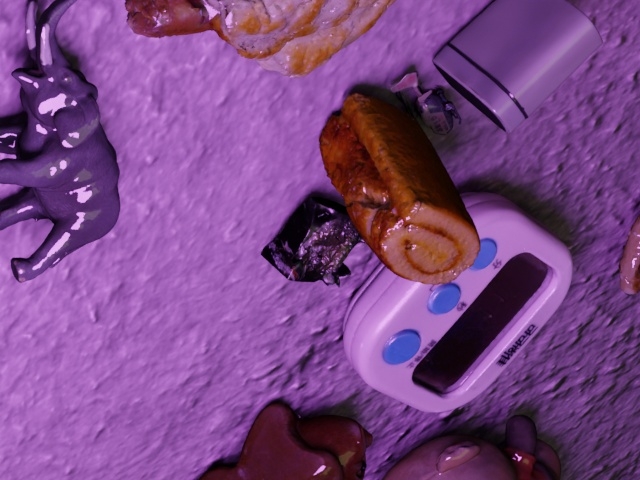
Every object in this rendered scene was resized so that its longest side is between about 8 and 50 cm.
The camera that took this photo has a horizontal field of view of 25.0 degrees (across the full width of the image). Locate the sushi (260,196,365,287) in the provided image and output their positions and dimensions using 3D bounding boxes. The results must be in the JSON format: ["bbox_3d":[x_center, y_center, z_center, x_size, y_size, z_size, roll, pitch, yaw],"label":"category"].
[{"bbox_3d":[0.000,0.000,1.494,0.085,0.056,0.083,14,108,-43],"label":"sushi"}]

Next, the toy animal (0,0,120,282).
[{"bbox_3d":[-0.239,-0.086,1.213,0.137,0.082,0.269,-23,132,-25],"label":"toy animal"}]

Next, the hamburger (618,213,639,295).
[{"bbox_3d":[0.515,-0.008,1.795,0.288,0.167,0.192,-15,134,-27],"label":"hamburger"}]

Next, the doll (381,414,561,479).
[{"bbox_3d":[0.203,0.348,1.860,0.330,0.174,0.235,13,122,-45],"label":"doll"}]

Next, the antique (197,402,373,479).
[{"bbox_3d":[-0.048,0.293,1.661,0.257,0.121,0.143,-48,146,8],"label":"antique"}]

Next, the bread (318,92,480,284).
[{"bbox_3d":[0.074,-0.049,1.410,0.103,0.172,0.132,-42,140,18],"label":"bread"}]

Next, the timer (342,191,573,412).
[{"bbox_3d":[0.154,0.071,1.646,0.262,0.087,0.237,-50,138,10],"label":"timer"}]

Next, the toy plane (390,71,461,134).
[{"bbox_3d":[0.109,-0.136,1.477,0.049,0.031,0.120,-32,142,2],"label":"toy plane"}]

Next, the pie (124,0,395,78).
[{"bbox_3d":[-0.021,-0.264,1.211,0.274,0.105,0.257,11,108,-44],"label":"pie"}]

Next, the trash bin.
[{"bbox_3d":[0.194,-0.186,1.432,0.130,0.116,0.059,-44,141,0],"label":"trash bin"}]
